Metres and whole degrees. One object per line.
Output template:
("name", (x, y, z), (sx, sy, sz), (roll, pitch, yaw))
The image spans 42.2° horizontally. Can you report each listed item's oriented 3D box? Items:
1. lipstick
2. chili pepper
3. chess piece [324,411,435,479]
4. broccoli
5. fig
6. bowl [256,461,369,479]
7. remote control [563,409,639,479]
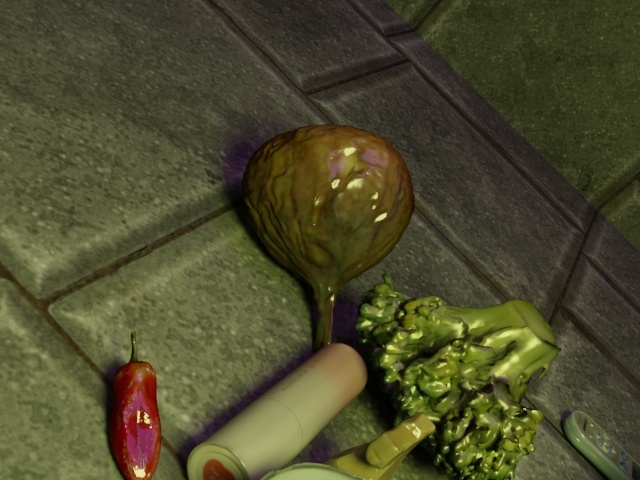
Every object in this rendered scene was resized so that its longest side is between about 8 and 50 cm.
("lipstick", (-0.042, 0.225, 1.062), (0.087, 0.087, 0.327), (48, 29, 8))
("chili pepper", (-0.208, 0.194, 0.937), (0.059, 0.050, 0.191), (21, 48, -39))
("chess piece", (0.049, 0.276, 0.992), (0.090, 0.200, 0.090), (30, 31, -21))
("broccoli", (0.192, 0.203, 1.236), (0.324, 0.272, 0.334), (3, 43, -28))
("fig", (0.000, 0.000, 1.328), (0.286, 0.286, 0.368), (24, 65, -31))
("bowl", (-0.003, 0.394, 0.828), (0.313, 0.146, 0.313), (31, 33, -23))
("remote control", (0.559, 0.424, 1.587), (0.244, 0.047, 0.087), (44, 26, 2))
